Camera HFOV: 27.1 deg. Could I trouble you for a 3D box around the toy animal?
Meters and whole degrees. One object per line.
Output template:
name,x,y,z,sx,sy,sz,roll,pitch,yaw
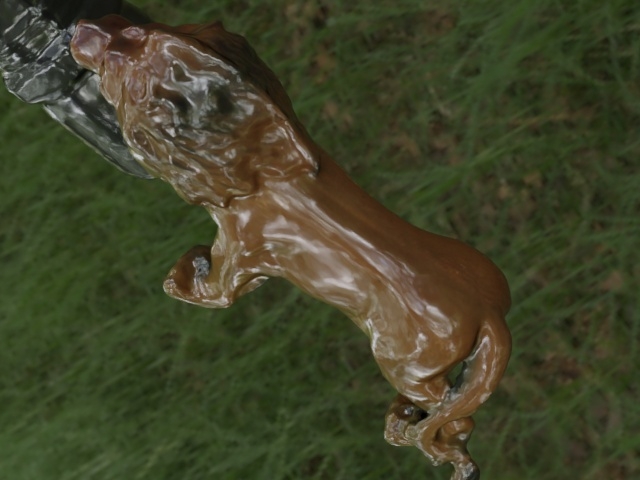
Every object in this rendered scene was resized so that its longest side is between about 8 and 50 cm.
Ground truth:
toy animal,0.000,0.000,0.666,0.312,0.097,0.157,37,156,-6

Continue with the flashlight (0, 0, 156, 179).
flashlight,-0.230,-0.185,0.781,0.424,0.103,0.103,40,164,-33
